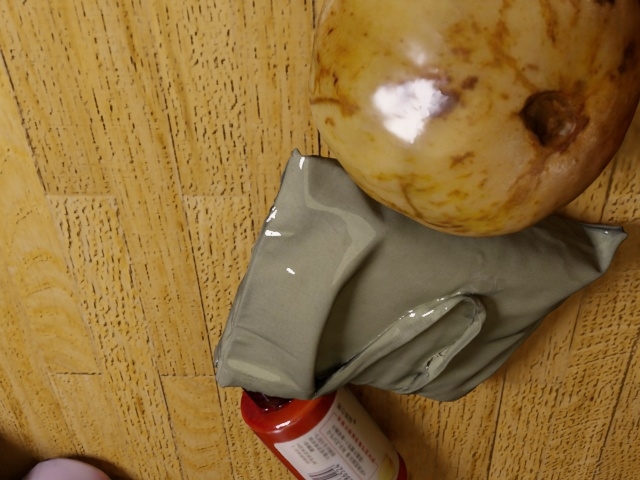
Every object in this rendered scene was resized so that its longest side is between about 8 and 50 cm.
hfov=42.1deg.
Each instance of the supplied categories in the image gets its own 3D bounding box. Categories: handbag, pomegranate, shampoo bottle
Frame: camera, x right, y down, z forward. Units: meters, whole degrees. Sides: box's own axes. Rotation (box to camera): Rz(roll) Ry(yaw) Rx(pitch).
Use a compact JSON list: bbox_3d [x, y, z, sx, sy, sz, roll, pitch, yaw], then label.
[{"bbox_3d":[0.071,0.052,0.716,0.316,0.109,0.253,9,134,-29],"label":"handbag"},{"bbox_3d":[0.098,-0.114,0.548,0.216,0.215,0.215,2,131,2],"label":"pomegranate"},{"bbox_3d":[-0.011,0.186,0.867,0.104,0.104,0.278,-20,127,20],"label":"shampoo bottle"}]

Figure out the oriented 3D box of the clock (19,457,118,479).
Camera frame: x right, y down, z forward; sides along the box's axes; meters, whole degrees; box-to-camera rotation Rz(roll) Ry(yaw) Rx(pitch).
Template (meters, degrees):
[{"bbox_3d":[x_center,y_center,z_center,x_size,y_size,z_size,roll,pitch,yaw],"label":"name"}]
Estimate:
[{"bbox_3d":[-0.286,0.424,1.089,0.322,0.113,0.295,33,125,-23],"label":"clock"}]
